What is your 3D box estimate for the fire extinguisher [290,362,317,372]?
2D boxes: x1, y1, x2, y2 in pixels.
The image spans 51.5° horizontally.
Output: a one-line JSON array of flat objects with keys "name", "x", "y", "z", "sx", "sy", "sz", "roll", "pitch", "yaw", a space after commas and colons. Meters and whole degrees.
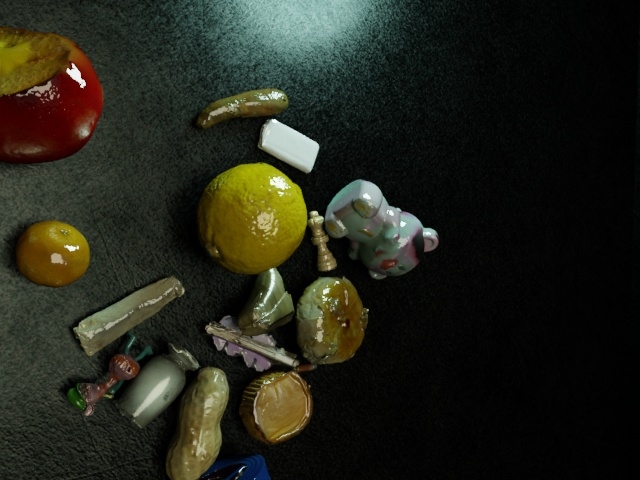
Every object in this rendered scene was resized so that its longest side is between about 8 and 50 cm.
[{"name": "fire extinguisher", "x": -0.050, "y": 0.363, "z": 1.876, "sx": 0.083, "sy": 0.022, "sz": 0.028, "roll": -3, "pitch": 123, "yaw": -35}]

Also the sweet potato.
[{"name": "sweet potato", "x": -0.201, "y": -0.346, "z": 1.717, "sx": 0.273, "sy": 0.075, "sz": 0.075, "roll": -20, "pitch": 103, "yaw": -31}]

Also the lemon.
[{"name": "lemon", "x": -0.169, "y": -0.053, "z": 1.632, "sx": 0.293, "sy": 0.293, "sz": 0.293, "roll": -1, "pitch": 92, "yaw": -35}]

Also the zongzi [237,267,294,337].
[{"name": "zongzi", "x": -0.156, "y": 0.141, "z": 1.731, "sx": 0.194, "sy": 0.099, "sz": 0.197, "roll": -22, "pitch": 98, "yaw": -63}]

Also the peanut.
[{"name": "peanut", "x": -0.299, "y": 0.456, "z": 1.640, "sx": 0.130, "sy": 0.130, "sz": 0.290, "roll": 17, "pitch": 83, "yaw": -34}]

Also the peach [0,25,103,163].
[{"name": "peach", "x": -0.617, "y": -0.296, "z": 1.311, "sx": 0.338, "sy": 0.281, "sz": 0.281, "roll": 17, "pitch": 82, "yaw": -35}]

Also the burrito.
[{"name": "burrito", "x": -0.446, "y": 0.167, "z": 1.568, "sx": 0.275, "sy": 0.059, "sz": 0.082, "roll": -34, "pitch": 122, "yaw": -28}]

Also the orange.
[{"name": "orange", "x": -0.574, "y": 0.033, "z": 1.421, "sx": 0.155, "sy": 0.154, "sz": 0.134, "roll": 13, "pitch": 118, "yaw": -35}]

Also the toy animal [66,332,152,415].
[{"name": "toy animal", "x": -0.482, "y": 0.313, "z": 1.537, "sx": 0.208, "sy": 0.100, "sz": 0.103, "roll": -51, "pitch": 158, "yaw": -24}]

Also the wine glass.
[{"name": "wine glass", "x": -0.388, "y": 0.343, "z": 1.580, "sx": 0.204, "sy": 0.111, "sz": 0.111, "roll": -48, "pitch": 116, "yaw": -25}]

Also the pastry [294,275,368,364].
[{"name": "pastry", "x": 0.034, "y": 0.220, "z": 1.840, "sx": 0.236, "sy": 0.121, "sz": 0.257, "roll": 33, "pitch": 64, "yaw": -48}]

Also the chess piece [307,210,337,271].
[{"name": "chess piece", "x": 0.000, "y": 0.000, "z": 1.879, "sx": 0.060, "sy": 0.060, "sz": 0.172, "roll": -21, "pitch": 103, "yaw": -33}]

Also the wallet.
[{"name": "wallet", "x": -0.088, "y": -0.261, "z": 1.821, "sx": 0.190, "sy": 0.033, "sz": 0.095, "roll": 26, "pitch": 75, "yaw": -33}]

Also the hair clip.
[{"name": "hair clip", "x": -0.183, "y": 0.280, "z": 1.749, "sx": 0.292, "sy": 0.084, "sz": 0.106, "roll": 29, "pitch": 80, "yaw": -27}]

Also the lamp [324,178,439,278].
[{"name": "lamp", "x": 0.168, "y": -0.039, "z": 1.922, "sx": 0.301, "sy": 0.247, "sz": 0.247, "roll": 42, "pitch": 30, "yaw": -21}]

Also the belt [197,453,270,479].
[{"name": "belt", "x": -0.274, "y": 0.653, "z": 1.612, "sx": 0.347, "sy": 0.212, "sz": 0.117, "roll": -25, "pitch": 107, "yaw": -36}]

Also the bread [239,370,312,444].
[{"name": "bread", "x": -0.122, "y": 0.444, "z": 1.779, "sx": 0.199, "sy": 0.104, "sz": 0.199, "roll": 3, "pitch": 86, "yaw": -37}]
